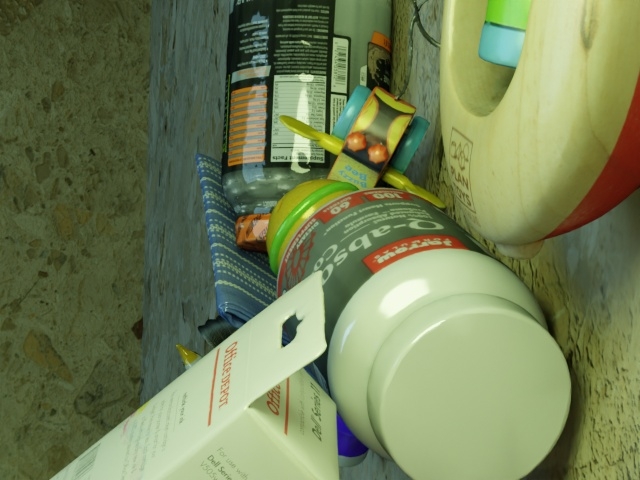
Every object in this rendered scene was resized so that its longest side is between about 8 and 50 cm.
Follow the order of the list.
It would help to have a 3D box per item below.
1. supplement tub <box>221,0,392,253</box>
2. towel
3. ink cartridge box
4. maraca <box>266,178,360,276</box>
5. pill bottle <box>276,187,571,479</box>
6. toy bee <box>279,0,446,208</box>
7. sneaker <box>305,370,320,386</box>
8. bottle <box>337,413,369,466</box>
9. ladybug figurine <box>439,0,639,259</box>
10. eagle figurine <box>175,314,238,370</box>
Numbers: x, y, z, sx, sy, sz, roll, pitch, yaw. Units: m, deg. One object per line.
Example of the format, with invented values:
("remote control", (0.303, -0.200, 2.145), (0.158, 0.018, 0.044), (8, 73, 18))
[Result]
("supplement tub", (-0.017, -0.156, 2.063), (0.207, 0.207, 0.338), (157, 117, -74))
("towel", (-0.058, 0.044, 2.141), (0.040, 0.243, 0.336), (-43, 32, 21))
("ink cartridge box", (-0.098, 0.198, 1.388), (0.353, 0.119, 0.207), (-39, 14, 11))
("maraca", (0.000, 0.000, 1.793), (0.099, 0.127, 0.185), (48, 171, 25))
("pill bottle", (0.093, 0.089, 1.568), (0.363, 0.210, 0.210), (-131, 47, -69))
("toy bee", (0.046, -0.111, 1.812), (0.162, 0.195, 0.298), (-59, -24, -53))
("sneaker", (-0.030, 0.132, 2.230), (0.281, 0.105, 0.115), (-113, 30, -62))
("bottle", (0.054, 0.144, 1.930), (0.118, 0.092, 0.282), (-96, 16, -52))
("ladybug figurine", (0.207, -0.202, 1.299), (0.305, 0.162, 0.449), (-127, 44, -68))
("eagle figurine", (-0.129, 0.224, 2.388), (0.298, 0.226, 0.225), (-179, 77, -87))
